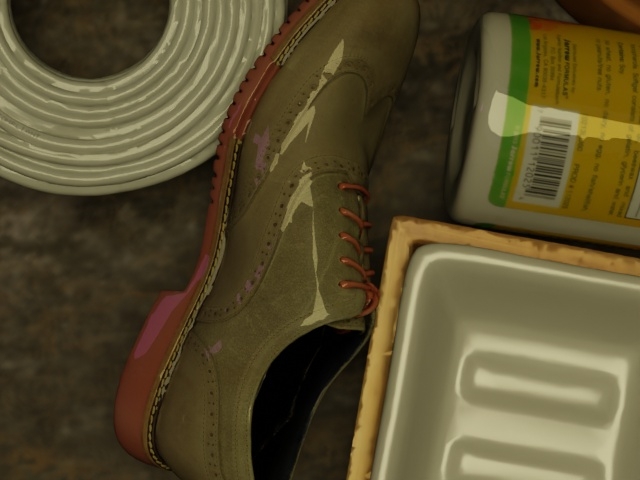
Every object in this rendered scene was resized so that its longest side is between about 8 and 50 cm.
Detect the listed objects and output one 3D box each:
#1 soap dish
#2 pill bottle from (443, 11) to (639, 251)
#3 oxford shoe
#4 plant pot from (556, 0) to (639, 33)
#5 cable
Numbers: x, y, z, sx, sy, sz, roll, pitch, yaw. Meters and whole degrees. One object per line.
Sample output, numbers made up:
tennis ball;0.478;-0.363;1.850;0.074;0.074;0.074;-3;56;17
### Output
soap dish;0.130;0.147;0.934;0.229;0.118;0.290;10;86;-2
pill bottle;0.210;-0.060;0.938;0.246;0.136;0.136;9;87;-2
oxford shoe;0.000;0.000;0.913;0.130;0.123;0.348;25;96;36
plant pot;0.270;-0.265;0.919;0.291;0.203;0.290;0;87;-2
cable;-0.143;-0.154;0.927;0.257;0.089;0.257;4;99;-11
